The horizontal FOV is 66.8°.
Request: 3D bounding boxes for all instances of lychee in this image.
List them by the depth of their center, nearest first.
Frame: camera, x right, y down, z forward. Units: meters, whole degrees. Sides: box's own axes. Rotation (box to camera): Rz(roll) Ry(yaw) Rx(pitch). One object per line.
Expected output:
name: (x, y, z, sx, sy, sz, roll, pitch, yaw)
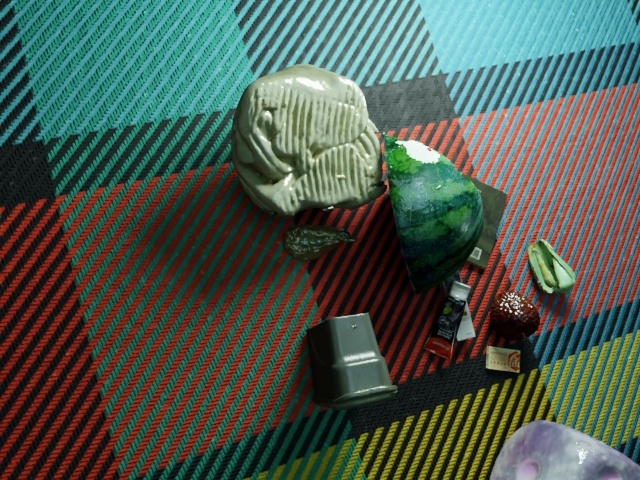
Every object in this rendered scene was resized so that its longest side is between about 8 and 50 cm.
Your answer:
lychee: (0.498, 0.191, 1.249, 0.123, 0.123, 0.129, 5, 70, -13)

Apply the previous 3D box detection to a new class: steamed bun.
steamed bun: (-0.041, -0.211, 1.128, 0.394, 0.237, 0.346, 38, 85, -26)

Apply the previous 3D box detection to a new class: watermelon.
watermelon: (0.279, -0.070, 1.147, 0.222, 0.292, 0.319, -10, 66, 6)

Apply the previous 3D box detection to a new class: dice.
dice: (0.578, 0.599, 1.112, 0.271, 0.270, 0.270, 36, 74, -6)

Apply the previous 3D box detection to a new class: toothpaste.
toothpaste: (0.322, 0.199, 1.208, 0.071, 0.045, 0.193, 22, 97, 24)

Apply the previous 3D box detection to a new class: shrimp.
shrimp: (0.000, 0.000, 1.204, 0.184, 0.043, 0.091, -8, 89, -8)

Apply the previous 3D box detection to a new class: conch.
conch: (0.617, 0.077, 1.325, 0.106, 0.079, 0.170, -22, 70, -22)

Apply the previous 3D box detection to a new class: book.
book: (0.413, -0.055, 1.320, 0.160, 0.024, 0.228, 24, 75, -9)

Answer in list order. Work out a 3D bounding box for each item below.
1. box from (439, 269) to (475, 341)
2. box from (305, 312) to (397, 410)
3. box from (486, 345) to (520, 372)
box: (0.345, 0.148, 1.258, 0.055, 0.039, 0.218, -11, 82, -13)
box: (0.049, 0.261, 1.051, 0.138, 0.274, 0.178, -7, 75, -16)
box: (0.479, 0.312, 1.273, 0.093, 0.015, 0.058, 10, 76, -11)
